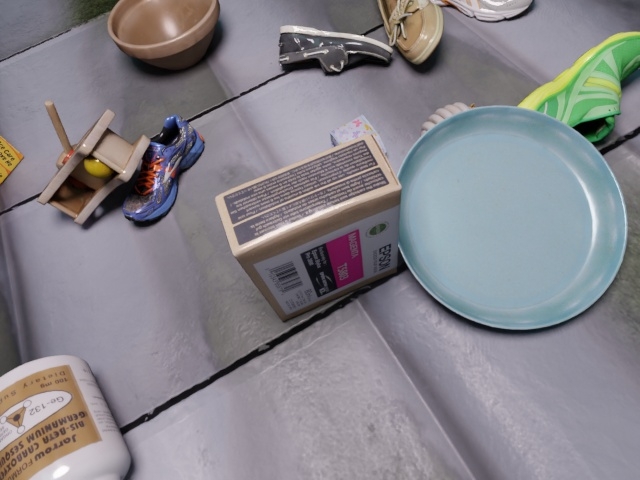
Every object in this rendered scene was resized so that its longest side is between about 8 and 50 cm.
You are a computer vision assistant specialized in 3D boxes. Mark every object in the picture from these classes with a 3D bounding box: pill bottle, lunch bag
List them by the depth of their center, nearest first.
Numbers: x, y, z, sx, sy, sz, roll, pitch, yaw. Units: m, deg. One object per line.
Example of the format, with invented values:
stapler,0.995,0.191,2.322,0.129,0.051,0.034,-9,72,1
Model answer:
pill bottle,-0.310,0.267,0.503,0.131,0.131,0.229,-38,63,-11
lunch bag,0.066,-0.165,0.720,0.071,0.053,0.083,-29,71,-5

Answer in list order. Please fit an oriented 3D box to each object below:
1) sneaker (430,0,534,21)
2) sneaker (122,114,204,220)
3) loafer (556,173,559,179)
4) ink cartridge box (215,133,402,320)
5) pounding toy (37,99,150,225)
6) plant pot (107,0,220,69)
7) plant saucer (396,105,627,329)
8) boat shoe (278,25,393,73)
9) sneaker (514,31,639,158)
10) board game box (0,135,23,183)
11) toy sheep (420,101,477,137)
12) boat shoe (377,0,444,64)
sneaker,0.307,-0.535,0.840,0.262,0.121,0.099,21,68,19
sneaker,-0.291,-0.133,0.739,0.083,0.087,0.221,11,64,15
loafer,0.305,-0.073,0.638,0.125,0.039,0.045,-21,62,-3
ink cartridge box,0.000,0.000,0.537,0.193,0.235,0.088,-22,61,-2
pounding toy,-0.417,-0.132,0.690,0.269,0.154,0.154,-8,53,47
plant pot,-0.321,-0.456,0.904,0.237,0.110,0.238,-4,62,8
plant saucer,0.257,-0.036,0.586,0.317,0.044,0.318,0,77,2
boat shoe,0.028,-0.374,0.837,0.232,0.084,0.079,10,102,6
sneaker,0.429,-0.223,0.675,0.295,0.109,0.124,-37,77,-8
board game box,-0.862,-0.159,0.690,0.355,0.357,0.357,17,66,17
toy sheep,0.212,-0.176,0.685,0.132,0.091,0.091,-32,62,-2
boat shoe,0.159,-0.453,0.817,0.089,0.104,0.286,15,46,-29
